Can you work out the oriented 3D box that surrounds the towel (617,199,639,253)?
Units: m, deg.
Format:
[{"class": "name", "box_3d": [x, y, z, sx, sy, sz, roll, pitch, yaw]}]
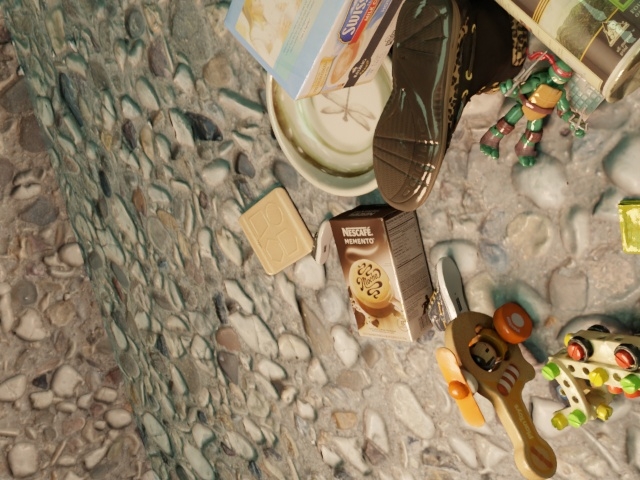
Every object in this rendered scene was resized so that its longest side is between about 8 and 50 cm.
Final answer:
[{"class": "towel", "box_3d": [0.621, -0.018, 1.152, 0.237, 0.021, 0.102, 3, 111, 44]}]

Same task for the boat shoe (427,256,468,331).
[{"class": "boat shoe", "box_3d": [0.271, 0.126, 1.542, 0.083, 0.065, 0.184, -6, 107, 46]}]

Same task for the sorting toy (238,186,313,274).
[{"class": "sorting toy", "box_3d": [-0.118, -0.024, 1.883, 0.208, 0.038, 0.193, -32, 87, 44]}]

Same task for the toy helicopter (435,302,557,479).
[{"class": "toy helicopter", "box_3d": [0.354, 0.306, 1.376, 0.140, 0.234, 0.355, -48, 57, 46]}]

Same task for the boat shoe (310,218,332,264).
[{"class": "boat shoe", "box_3d": [0.000, 0.000, 1.764, 0.040, 0.049, 0.142, 35, 133, 29]}]

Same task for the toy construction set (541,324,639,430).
[{"class": "toy construction set", "box_3d": [0.554, 0.264, 1.265, 0.327, 0.151, 0.215, -8, 104, 47]}]

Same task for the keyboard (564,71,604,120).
[{"class": "keyboard", "box_3d": [0.486, -0.308, 1.143, 0.072, 0.014, 0.256, 47, 136, 17]}]

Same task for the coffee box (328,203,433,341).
[{"class": "coffee box", "box_3d": [0.148, 0.070, 1.596, 0.168, 0.118, 0.297, -1, 109, 46]}]

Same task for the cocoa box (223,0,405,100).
[{"class": "cocoa box", "box_3d": [0.023, -0.464, 1.224, 0.231, 0.228, 0.347, 48, 135, 16]}]

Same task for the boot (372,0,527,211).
[{"class": "boot", "box_3d": [0.233, -0.255, 1.221, 0.138, 0.284, 0.378, 24, 124, 34]}]

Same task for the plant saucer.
[{"class": "plant saucer", "box_3d": [0.050, -0.301, 1.520, 0.400, 0.100, 0.401, 22, 125, 36]}]

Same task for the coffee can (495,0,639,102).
[{"class": "coffee can", "box_3d": [0.408, -0.373, 1.037, 0.275, 0.201, 0.202, 50, 137, 19]}]

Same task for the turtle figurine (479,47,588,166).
[{"class": "turtle figurine", "box_3d": [0.382, -0.233, 1.204, 0.175, 0.118, 0.234, 24, 141, -2]}]
